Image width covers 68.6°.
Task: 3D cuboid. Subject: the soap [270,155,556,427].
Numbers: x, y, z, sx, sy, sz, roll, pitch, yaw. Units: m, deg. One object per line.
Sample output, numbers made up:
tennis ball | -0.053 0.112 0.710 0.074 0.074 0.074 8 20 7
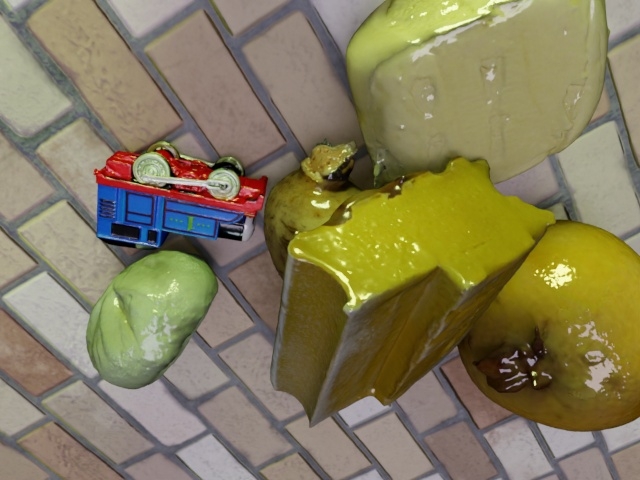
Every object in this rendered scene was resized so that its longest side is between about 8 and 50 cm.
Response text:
soap | 0.077 0.070 0.522 0.259 0.143 0.281 -23 149 -25

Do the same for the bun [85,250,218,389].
bun | -0.228 0.092 0.618 0.195 0.195 0.118 -43 110 15

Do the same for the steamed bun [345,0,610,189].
steamed bun | 0.163 -0.181 0.534 0.273 0.166 0.232 -21 132 12

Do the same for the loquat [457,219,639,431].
loquat | 0.309 0.116 0.626 0.275 0.275 0.274 -2 116 -4

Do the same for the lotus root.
lotus root | 0.000 0.000 0.610 0.140 0.154 0.256 -12 124 -7

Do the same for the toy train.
toy train | -0.178 -0.051 0.610 0.204 0.082 0.131 11 114 -8
